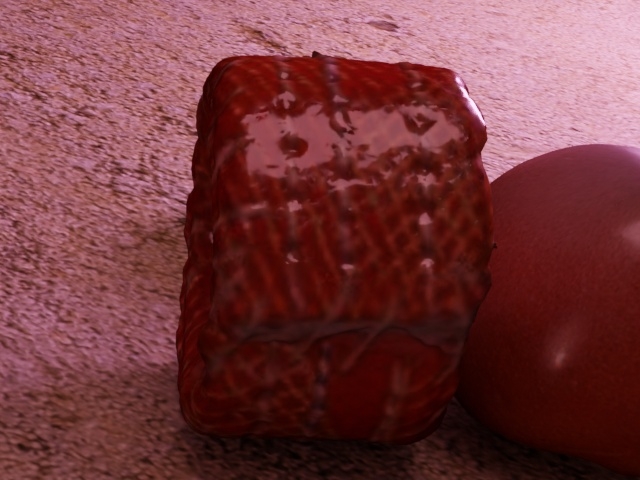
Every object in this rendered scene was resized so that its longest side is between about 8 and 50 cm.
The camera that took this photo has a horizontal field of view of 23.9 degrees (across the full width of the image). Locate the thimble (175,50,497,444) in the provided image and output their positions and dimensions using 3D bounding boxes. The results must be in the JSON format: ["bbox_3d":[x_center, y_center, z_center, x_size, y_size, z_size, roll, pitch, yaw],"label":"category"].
[{"bbox_3d":[0.000,0.000,1.307,0.230,0.350,0.350,4,26,-9],"label":"thimble"}]

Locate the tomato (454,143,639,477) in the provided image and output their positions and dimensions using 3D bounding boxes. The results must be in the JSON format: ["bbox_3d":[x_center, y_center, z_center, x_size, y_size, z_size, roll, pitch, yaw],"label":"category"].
[{"bbox_3d":[0.270,0.043,1.363,0.341,0.273,0.341,7,26,-3],"label":"tomato"}]
